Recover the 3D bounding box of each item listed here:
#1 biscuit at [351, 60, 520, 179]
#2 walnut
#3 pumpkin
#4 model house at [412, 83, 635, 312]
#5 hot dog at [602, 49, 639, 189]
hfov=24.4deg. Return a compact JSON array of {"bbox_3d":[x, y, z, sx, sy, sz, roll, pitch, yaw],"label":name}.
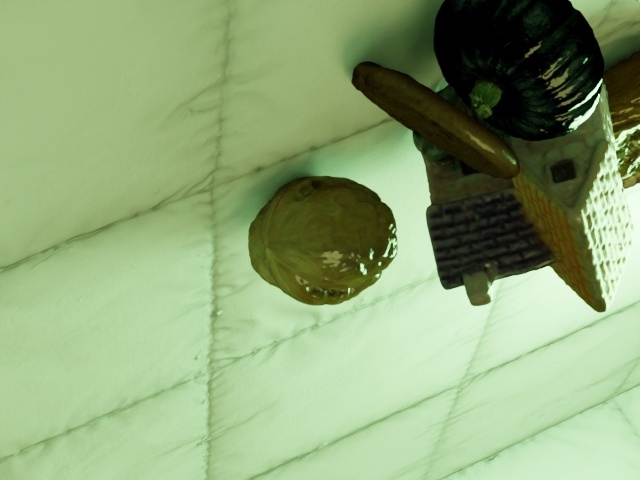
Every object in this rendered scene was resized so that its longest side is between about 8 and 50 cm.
[{"bbox_3d":[0.124,-0.129,1.578,0.036,0.212,0.212,-58,153,-1],"label":"biscuit"},{"bbox_3d":[0.000,0.000,1.735,0.184,0.155,0.155,0,141,-45],"label":"walnut"},{"bbox_3d":[0.207,-0.193,1.559,0.150,0.194,0.194,-31,155,2],"label":"pumpkin"},{"bbox_3d":[0.238,-0.052,1.711,0.237,0.237,0.202,-11,141,8],"label":"model house"},{"bbox_3d":[0.380,-0.151,1.906,0.272,0.122,0.196,-30,150,-5],"label":"hot dog"}]
